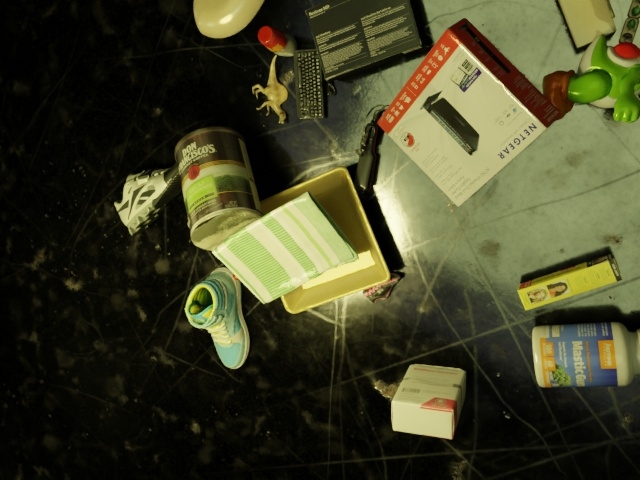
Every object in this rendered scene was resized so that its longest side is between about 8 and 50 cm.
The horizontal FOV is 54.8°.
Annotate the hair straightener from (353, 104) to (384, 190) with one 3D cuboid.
[{"bbox_3d":[0.127,-0.242,1.617,0.047,0.089,0.231,20,107,19],"label":"hair straightener"}]

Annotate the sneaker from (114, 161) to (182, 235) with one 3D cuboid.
[{"bbox_3d":[-0.515,-0.166,1.866,0.330,0.122,0.146,-40,87,23],"label":"sneaker"}]

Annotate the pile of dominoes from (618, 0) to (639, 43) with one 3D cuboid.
[{"bbox_3d":[0.781,-0.517,1.332,0.195,0.040,0.251,18,107,17],"label":"pile of dominoes"}]

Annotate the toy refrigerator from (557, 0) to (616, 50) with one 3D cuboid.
[{"bbox_3d":[0.568,-0.569,1.371,0.094,0.102,0.270,-20,92,24],"label":"toy refrigerator"}]

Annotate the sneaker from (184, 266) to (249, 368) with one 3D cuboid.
[{"bbox_3d":[-0.314,0.254,1.828,0.127,0.208,0.319,-5,99,21],"label":"sneaker"}]

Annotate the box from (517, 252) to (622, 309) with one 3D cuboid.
[{"bbox_3d":[0.604,0.101,1.505,0.232,0.087,0.058,-23,90,25],"label":"box"}]

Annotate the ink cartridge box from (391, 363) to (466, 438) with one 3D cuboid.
[{"bbox_3d":[0.288,0.415,1.620,0.158,0.218,0.092,3,107,21],"label":"ink cartridge box"}]

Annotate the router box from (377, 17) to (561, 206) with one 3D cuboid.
[{"bbox_3d":[0.330,-0.286,1.443,0.301,0.082,0.335,47,144,5],"label":"router box"}]

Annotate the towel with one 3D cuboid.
[{"bbox_3d":[-0.093,0.032,1.642,0.324,0.038,0.248,-27,122,23],"label":"towel"}]

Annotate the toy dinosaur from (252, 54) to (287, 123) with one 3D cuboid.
[{"bbox_3d":[-0.139,-0.416,1.717,0.092,0.053,0.183,-7,106,7],"label":"toy dinosaur"}]

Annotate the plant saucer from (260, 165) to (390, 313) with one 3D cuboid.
[{"bbox_3d":[0.000,0.000,1.723,0.332,0.081,0.333,-21,93,25],"label":"plant saucer"}]

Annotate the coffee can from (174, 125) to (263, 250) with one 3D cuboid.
[{"bbox_3d":[-0.274,-0.139,1.678,0.201,0.201,0.275,-30,61,24],"label":"coffee can"}]

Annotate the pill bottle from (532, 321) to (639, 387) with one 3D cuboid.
[{"bbox_3d":[0.658,0.274,1.482,0.271,0.152,0.152,-7,98,23],"label":"pill bottle"}]

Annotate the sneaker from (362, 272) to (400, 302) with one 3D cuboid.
[{"bbox_3d":[0.176,0.134,1.706,0.119,0.047,0.057,-31,108,26],"label":"sneaker"}]

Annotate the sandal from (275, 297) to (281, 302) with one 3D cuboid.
[{"bbox_3d":[-0.164,0.112,1.794,0.067,0.040,0.179,27,147,55],"label":"sandal"}]

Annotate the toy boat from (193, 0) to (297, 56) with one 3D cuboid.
[{"bbox_3d":[-0.191,-0.613,1.652,0.267,0.148,0.318,-44,76,18],"label":"toy boat"}]

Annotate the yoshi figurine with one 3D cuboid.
[{"bbox_3d":[0.679,-0.313,1.321,0.362,0.203,0.204,-5,64,32],"label":"yoshi figurine"}]

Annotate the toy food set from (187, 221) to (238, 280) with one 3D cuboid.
[{"bbox_3d":[-0.298,0.011,1.815,0.232,0.111,0.104,33,114,-21],"label":"toy food set"}]

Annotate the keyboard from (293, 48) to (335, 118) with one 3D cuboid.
[{"bbox_3d":[-0.014,-0.419,1.658,0.108,0.023,0.180,-2,106,3],"label":"keyboard"}]

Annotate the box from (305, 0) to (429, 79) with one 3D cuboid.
[{"bbox_3d":[0.117,-0.533,1.555,0.261,0.103,0.184,-14,99,24],"label":"box"}]
